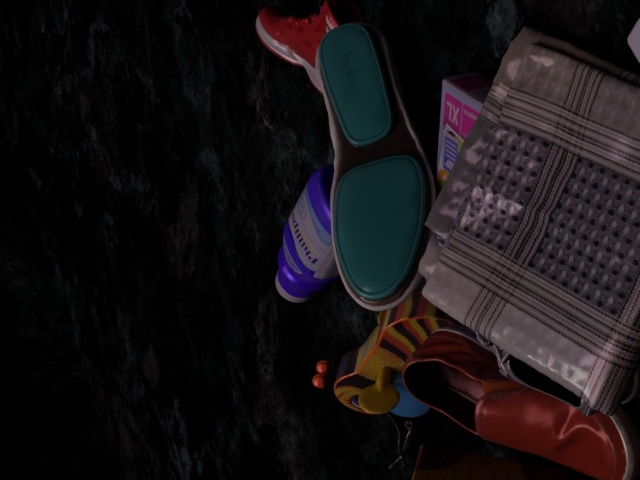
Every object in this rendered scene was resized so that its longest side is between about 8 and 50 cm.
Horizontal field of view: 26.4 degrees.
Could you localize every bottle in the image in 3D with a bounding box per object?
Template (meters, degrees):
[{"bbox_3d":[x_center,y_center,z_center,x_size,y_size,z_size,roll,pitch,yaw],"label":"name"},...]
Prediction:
[{"bbox_3d":[0.000,0.000,2.004,0.118,0.092,0.283,65,153,20],"label":"bottle"}]

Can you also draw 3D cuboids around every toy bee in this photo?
[{"bbox_3d":[0.076,0.181,1.818,0.195,0.162,0.298,-76,2,-70],"label":"toy bee"}]

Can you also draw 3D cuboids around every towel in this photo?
[{"bbox_3d":[0.240,-0.033,1.385,0.324,0.056,0.312,37,110,48],"label":"towel"}]

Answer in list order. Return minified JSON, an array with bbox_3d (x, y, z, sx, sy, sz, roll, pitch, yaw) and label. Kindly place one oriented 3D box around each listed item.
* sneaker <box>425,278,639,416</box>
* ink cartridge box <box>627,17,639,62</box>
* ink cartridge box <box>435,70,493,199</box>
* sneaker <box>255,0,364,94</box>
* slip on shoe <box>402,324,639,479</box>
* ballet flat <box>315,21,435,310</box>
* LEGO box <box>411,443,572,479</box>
[{"bbox_3d":[0.219,0.093,1.485,0.281,0.115,0.105,29,127,33],"label":"sneaker"},{"bbox_3d":[0.425,-0.115,1.073,0.385,0.091,0.308,66,153,24],"label":"ink cartridge box"},{"bbox_3d":[0.204,-0.022,1.613,0.186,0.065,0.311,42,140,51],"label":"ink cartridge box"},{"bbox_3d":[-0.002,-0.301,1.899,0.221,0.087,0.128,42,131,32],"label":"sneaker"},{"bbox_3d":[0.228,0.199,1.581,0.331,0.101,0.123,26,132,41],"label":"slip on shoe"},{"bbox_3d":[0.079,-0.088,1.721,0.139,0.139,0.400,125,141,-58],"label":"ballet flat"},{"bbox_3d":[0.145,0.535,1.533,0.500,0.193,0.372,-63,-21,-58],"label":"LEGO box"}]
